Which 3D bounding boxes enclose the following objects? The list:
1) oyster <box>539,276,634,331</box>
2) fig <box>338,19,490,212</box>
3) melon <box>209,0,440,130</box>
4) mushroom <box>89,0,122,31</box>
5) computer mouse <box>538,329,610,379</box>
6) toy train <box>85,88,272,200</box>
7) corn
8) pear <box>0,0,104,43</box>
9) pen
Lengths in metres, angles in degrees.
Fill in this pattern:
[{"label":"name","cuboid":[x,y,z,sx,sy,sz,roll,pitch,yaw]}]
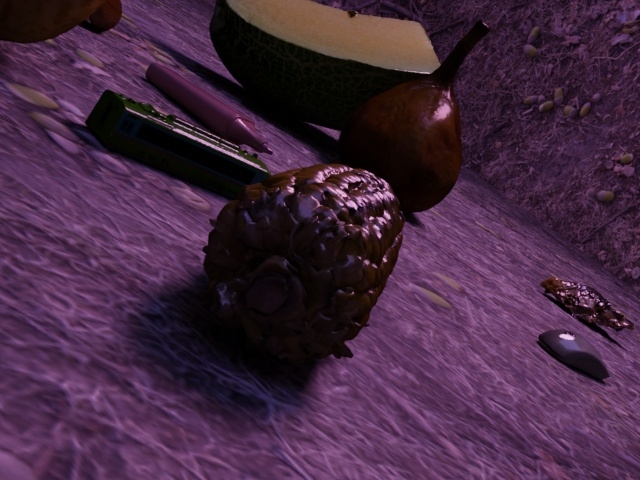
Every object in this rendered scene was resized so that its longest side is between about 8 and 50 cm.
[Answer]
[{"label":"oyster","cuboid":[0.415,0.097,1.584,0.148,0.051,0.103,20,6,-12]},{"label":"fig","cuboid":[0.168,-0.167,1.485,0.191,0.290,0.190,50,-7,9]},{"label":"melon","cuboid":[-0.008,-0.293,1.633,0.343,0.226,0.331,3,4,-14]},{"label":"mushroom","cuboid":[-0.303,-0.315,1.289,0.129,0.072,0.088,14,56,-50]},{"label":"computer mouse","cuboid":[0.299,0.127,1.164,0.110,0.032,0.056,26,14,-32]},{"label":"toy train","cuboid":[-0.101,-0.073,0.873,0.209,0.042,0.044,22,16,-45]},{"label":"corn","cuboid":[0.000,0.000,0.675,0.115,0.115,0.318,34,11,3]},{"label":"pear","cuboid":[-0.284,-0.289,0.843,0.271,0.271,0.271,32,11,-7]},{"label":"pen","cuboid":[-0.125,-0.149,1.169,0.197,0.032,0.053,36,10,28]}]
